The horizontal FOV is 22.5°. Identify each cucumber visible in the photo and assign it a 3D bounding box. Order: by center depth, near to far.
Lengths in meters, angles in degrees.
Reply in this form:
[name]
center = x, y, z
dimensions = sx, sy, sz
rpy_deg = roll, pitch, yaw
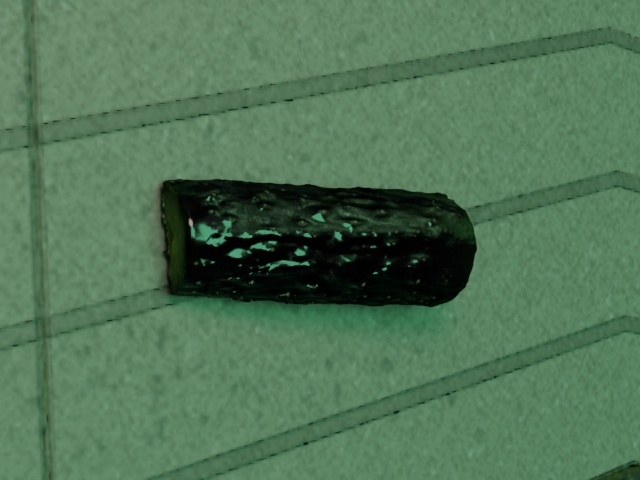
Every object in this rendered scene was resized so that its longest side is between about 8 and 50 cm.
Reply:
[cucumber]
center = 0.002, 0.002, 1.014
dimensions = 0.211, 0.062, 0.078
rpy_deg = 3, 85, -38
